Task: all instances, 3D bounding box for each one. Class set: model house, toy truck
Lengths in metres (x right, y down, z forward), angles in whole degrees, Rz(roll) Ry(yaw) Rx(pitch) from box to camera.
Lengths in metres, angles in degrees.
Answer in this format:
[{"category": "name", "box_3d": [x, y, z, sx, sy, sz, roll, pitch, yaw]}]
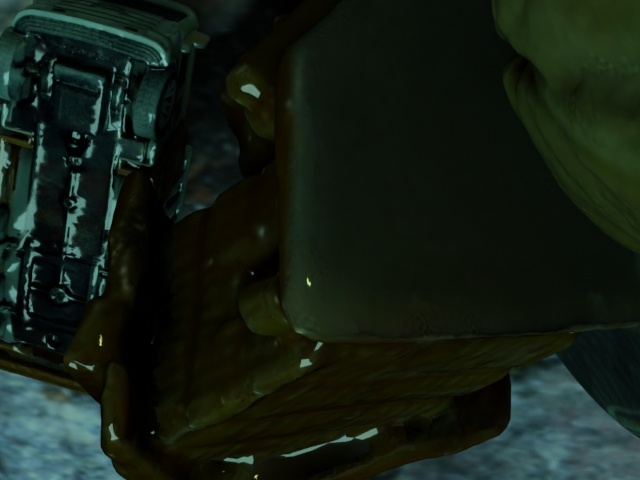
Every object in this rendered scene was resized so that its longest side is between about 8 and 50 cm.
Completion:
[{"category": "model house", "box_3d": [0.001, -0.001, 0.786, 0.219, 0.199, 0.229, 13, 146, -37]}, {"category": "toy truck", "box_3d": [-0.097, -0.031, 0.872, 0.080, 0.115, 0.177, 16, 120, 8]}]

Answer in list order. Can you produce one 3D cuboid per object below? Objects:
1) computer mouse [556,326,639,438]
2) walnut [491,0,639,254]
[{"category": "computer mouse", "box_3d": [0.205, 0.053, 0.765, 0.167, 0.379, 0.090, -13, 99, -14]}, {"category": "walnut", "box_3d": [0.194, -0.080, 0.642, 0.283, 0.283, 0.227, -5, 116, 18]}]
